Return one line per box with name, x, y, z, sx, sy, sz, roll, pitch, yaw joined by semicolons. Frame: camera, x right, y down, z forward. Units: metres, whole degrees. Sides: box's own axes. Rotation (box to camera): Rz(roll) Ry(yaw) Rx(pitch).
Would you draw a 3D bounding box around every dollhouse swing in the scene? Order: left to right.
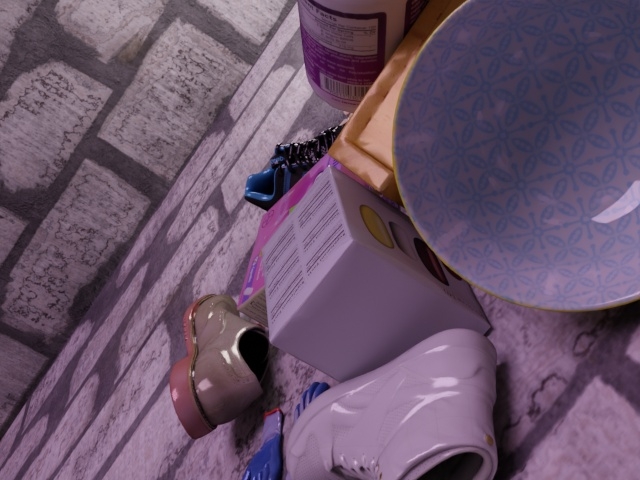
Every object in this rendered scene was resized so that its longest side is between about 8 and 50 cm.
dollhouse swing;0.244;-0.155;0.991;0.347;0.305;0.315;-56;-21;6

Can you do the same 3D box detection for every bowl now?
bowl;0.224;-0.095;0.723;0.289;0.289;0.156;-47;-7;26

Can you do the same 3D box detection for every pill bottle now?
pill bottle;0.054;-0.310;1.005;0.301;0.169;0.169;84;-155;-61

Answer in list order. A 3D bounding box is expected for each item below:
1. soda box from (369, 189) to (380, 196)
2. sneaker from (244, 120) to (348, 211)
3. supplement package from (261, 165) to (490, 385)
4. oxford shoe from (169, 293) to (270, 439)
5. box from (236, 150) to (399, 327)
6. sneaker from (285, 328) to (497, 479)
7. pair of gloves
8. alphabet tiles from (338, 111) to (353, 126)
soda box;0.042;0.026;1.061;0.058;0.061;0.181;-104;16;-63
sneaker;-0.006;-0.123;1.376;0.341;0.140;0.125;-39;40;46
supplement package;0.054;0.053;0.927;0.149;0.194;0.203;-51;22;18
oxford shoe;-0.147;0.187;1.348;0.146;0.140;0.397;-22;22;5
box;0.000;0.000;1.239;0.243;0.117;0.213;-40;27;39
sneaker;0.056;0.223;0.803;0.292;0.108;0.169;-43;22;32
pair of gloves;-0.049;0.276;1.087;0.198;0.023;0.159;-41;26;40
alphabet tiles;0.109;-0.256;1.499;0.278;0.021;0.284;-51;21;16
